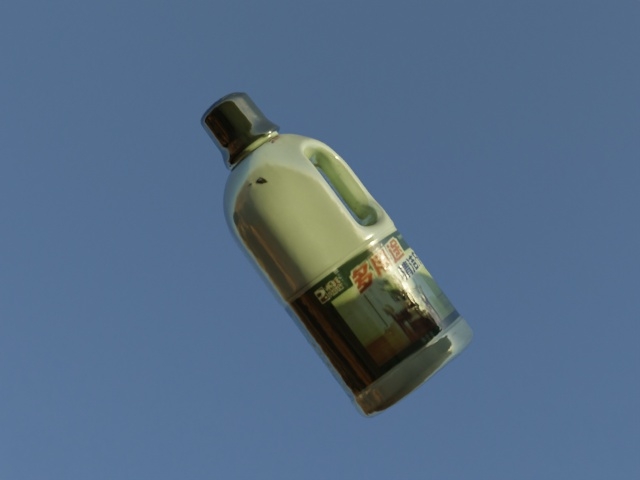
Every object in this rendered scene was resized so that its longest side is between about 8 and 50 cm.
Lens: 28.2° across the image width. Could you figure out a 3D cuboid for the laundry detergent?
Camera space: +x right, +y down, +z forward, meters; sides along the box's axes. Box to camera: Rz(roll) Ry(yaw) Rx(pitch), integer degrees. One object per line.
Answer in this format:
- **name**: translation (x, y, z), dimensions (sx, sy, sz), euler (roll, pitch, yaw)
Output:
- **laundry detergent**: translation (0.000, 0.000, 0.832), dimensions (0.099, 0.070, 0.225), euler (-35, -94, -25)
